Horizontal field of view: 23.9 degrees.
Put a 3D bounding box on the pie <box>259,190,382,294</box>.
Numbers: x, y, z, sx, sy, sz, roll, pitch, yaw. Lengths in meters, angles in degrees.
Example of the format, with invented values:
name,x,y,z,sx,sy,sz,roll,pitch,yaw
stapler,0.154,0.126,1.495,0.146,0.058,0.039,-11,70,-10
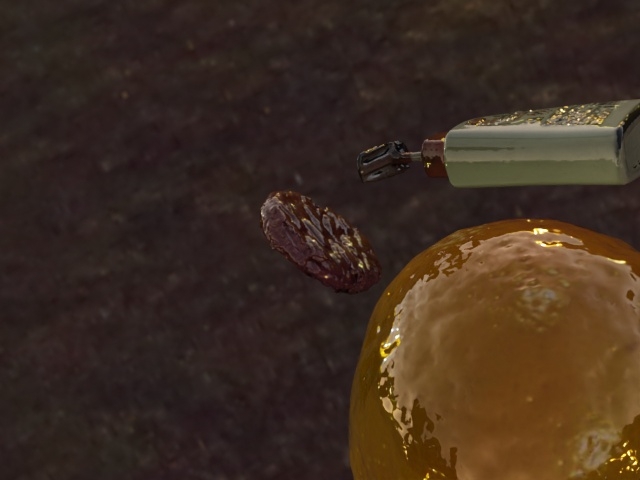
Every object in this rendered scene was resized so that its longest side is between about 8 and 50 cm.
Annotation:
name,x,y,z,sx,sy,sz,roll,pitch,yaw
pie,0.000,0.000,1.601,0.036,0.154,0.154,-52,27,21

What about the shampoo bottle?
name,x,y,z,sx,sy,sz,roll,pitch,yaw
shampoo bottle,0.182,-0.086,1.477,0.284,0.071,0.153,-4,15,30

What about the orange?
name,x,y,z,sx,sy,sz,roll,pitch,yaw
orange,0.111,0.096,0.769,0.193,0.219,0.219,-17,26,-33
